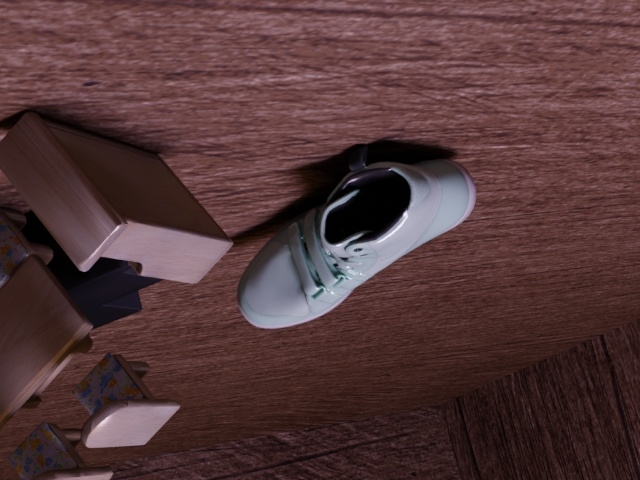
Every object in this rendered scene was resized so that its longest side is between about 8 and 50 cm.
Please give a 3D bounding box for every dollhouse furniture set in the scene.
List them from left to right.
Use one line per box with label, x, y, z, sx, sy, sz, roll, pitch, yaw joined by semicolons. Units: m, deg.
dollhouse furniture set;-0.205;0.045;0.950;0.242;0.212;0.161;-47;159;12

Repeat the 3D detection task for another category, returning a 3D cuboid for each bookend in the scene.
bookend;-0.190;0.021;1.124;0.157;0.072;0.156;-22;165;22

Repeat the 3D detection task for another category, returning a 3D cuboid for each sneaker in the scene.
sneaker;0.000;-0.001;1.184;0.256;0.094;0.151;-32;165;23
